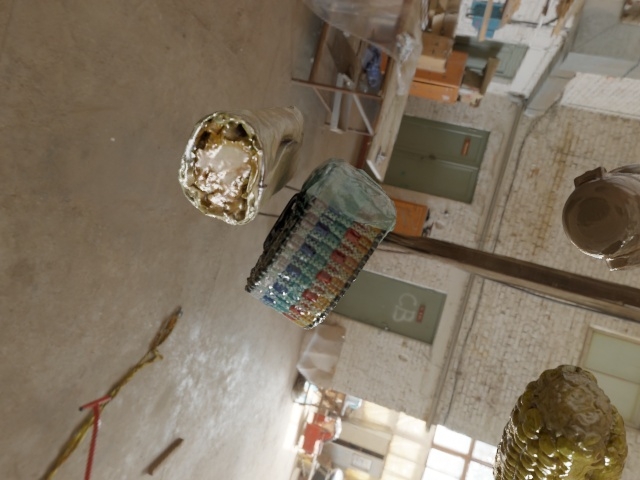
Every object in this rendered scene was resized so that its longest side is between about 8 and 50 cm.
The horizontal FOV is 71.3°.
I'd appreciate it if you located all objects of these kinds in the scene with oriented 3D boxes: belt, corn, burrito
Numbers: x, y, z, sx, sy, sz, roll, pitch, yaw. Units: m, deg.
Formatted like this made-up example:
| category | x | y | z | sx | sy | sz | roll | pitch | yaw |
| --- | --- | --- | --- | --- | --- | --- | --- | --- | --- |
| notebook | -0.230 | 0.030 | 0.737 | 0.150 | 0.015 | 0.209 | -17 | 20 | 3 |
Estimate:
| category | x | y | z | sx | sy | sz | roll | pitch | yaw |
| --- | --- | --- | --- | --- | --- | --- | --- | --- | --- |
| belt | 0.000 | 0.000 | 0.694 | 0.258 | 0.150 | 0.207 | -57 | -170 | -2 |
| corn | 0.204 | 0.201 | 0.389 | 0.262 | 0.097 | 0.097 | 75 | 31 | -42 |
| burrito | -0.092 | -0.114 | 0.604 | 0.143 | 0.105 | 0.299 | -63 | -179 | 21 |

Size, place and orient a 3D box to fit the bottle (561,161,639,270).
| category | x | y | z | sx | sy | sz | roll | pitch | yaw |
| --- | --- | --- | --- | --- | --- | --- | --- | --- | --- |
| bottle | 0.331 | -0.025 | 0.451 | 0.097 | 0.209 | 0.110 | -34 | -110 | 55 |
